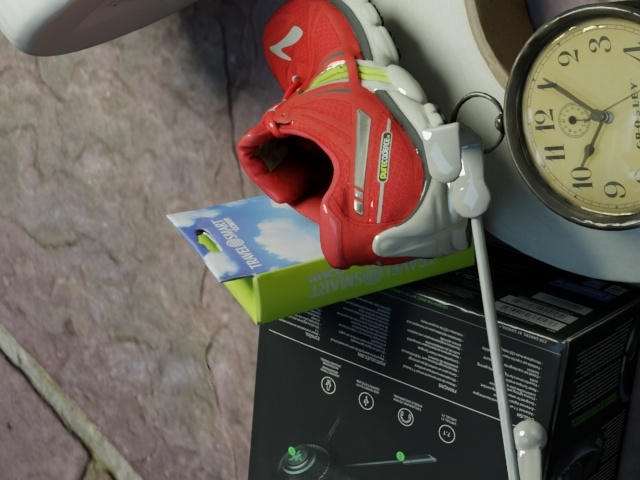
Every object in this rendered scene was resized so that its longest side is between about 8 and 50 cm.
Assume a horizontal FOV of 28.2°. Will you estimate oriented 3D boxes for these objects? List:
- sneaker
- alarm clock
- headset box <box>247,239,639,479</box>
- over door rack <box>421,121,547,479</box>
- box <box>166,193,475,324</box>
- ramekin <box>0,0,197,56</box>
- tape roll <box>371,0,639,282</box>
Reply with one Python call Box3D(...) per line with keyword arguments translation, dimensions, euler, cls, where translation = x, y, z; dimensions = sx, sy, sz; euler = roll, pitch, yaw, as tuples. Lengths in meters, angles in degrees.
Box3D(translation=(-0.001, -0.080, 0.823), dimensions=(0.279, 0.118, 0.107), euler=(-120, 20, -51), cls="sneaker")
Box3D(translation=(0.160, -0.074, 0.750), dimensions=(0.192, 0.064, 0.129), euler=(0, 102, 37), cls="alarm clock")
Box3D(translation=(0.081, 0.148, 0.922), dimensions=(0.246, 0.131, 0.283), euler=(17, 112, 35), cls="headset box")
Box3D(translation=(0.208, 0.072, 0.693), dimensions=(0.239, 0.108, 0.324), euler=(-8, 101, 18), cls="over door rack")
Box3D(translation=(0.000, 0.000, 0.841), dimensions=(0.109, 0.178, 0.042), euler=(-137, 38, -55), cls="box")
Box3D(translation=(-0.135, -0.244, 0.911), dimensions=(0.277, 0.277, 0.135), euler=(-27, 92, 40), cls="ramekin")
Box3D(translation=(0.193, -0.168, 0.788), dimensions=(0.392, 0.072, 0.392), euler=(11, 108, 36), cls="tape roll")
